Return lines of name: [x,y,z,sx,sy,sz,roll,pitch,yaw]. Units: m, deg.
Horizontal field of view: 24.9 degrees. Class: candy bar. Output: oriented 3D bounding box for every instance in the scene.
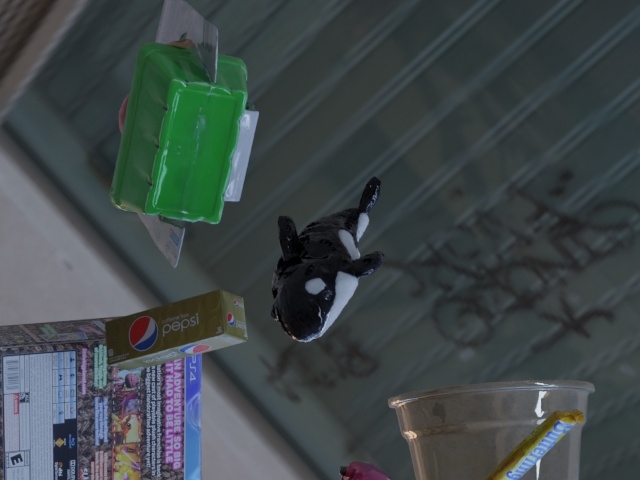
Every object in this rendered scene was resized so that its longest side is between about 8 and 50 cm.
candy bar: [0.216,0.221,1.504,0.040,0.018,0.161,7,138,-32]

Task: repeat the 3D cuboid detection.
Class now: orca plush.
orca plush: [0.000,0.000,1.695,0.151,0.102,0.287,-18,-156,41]

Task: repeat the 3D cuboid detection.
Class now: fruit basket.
fruit basket: [-0.200,-0.166,2.028,0.353,0.165,0.327,-126,-133,-69]

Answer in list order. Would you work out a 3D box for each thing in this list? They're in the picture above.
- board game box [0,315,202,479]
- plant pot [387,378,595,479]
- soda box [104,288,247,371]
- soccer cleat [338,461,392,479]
board game box: [-0.323,0.235,2.045,0.291,0.232,0.141,-3,-170,-24]
plant pot: [0.285,0.394,2.317,0.333,0.305,0.334,-4,169,-1]
soda box: [-0.185,0.116,1.854,0.181,0.061,0.058,-16,159,24]
soccer cleat: [0.088,0.327,1.412,0.331,0.143,0.116,-110,-148,-69]
